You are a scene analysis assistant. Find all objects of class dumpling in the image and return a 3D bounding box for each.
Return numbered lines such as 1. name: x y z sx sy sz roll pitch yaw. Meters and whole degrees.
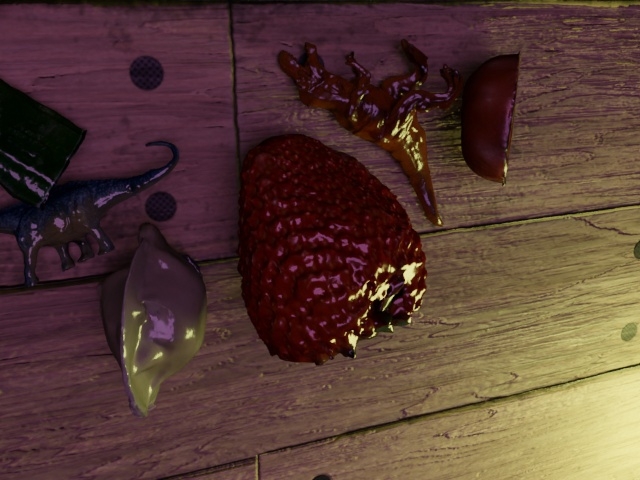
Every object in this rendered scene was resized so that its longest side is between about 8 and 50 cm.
1. dumpling: -0.236 0.122 0.874 0.163 0.204 0.293 -1 99 -32

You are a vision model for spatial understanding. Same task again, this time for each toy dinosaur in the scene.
1. toy dinosaur: 0.137 -0.201 0.963 0.432 0.097 0.208 38 107 -22
2. toy dinosaur: -0.364 -0.029 0.847 0.362 0.076 0.147 -18 100 -7

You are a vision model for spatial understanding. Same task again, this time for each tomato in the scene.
1. tomato: 0.281 -0.202 0.984 0.084 0.225 0.225 5 110 19

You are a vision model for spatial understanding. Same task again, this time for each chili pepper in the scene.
1. chili pepper: -0.449 -0.161 0.755 0.270 0.099 0.136 31 70 -23

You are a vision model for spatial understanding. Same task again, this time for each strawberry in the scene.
1. strawberry: 0.000 0.000 0.916 0.312 0.267 0.351 -21 83 -40
